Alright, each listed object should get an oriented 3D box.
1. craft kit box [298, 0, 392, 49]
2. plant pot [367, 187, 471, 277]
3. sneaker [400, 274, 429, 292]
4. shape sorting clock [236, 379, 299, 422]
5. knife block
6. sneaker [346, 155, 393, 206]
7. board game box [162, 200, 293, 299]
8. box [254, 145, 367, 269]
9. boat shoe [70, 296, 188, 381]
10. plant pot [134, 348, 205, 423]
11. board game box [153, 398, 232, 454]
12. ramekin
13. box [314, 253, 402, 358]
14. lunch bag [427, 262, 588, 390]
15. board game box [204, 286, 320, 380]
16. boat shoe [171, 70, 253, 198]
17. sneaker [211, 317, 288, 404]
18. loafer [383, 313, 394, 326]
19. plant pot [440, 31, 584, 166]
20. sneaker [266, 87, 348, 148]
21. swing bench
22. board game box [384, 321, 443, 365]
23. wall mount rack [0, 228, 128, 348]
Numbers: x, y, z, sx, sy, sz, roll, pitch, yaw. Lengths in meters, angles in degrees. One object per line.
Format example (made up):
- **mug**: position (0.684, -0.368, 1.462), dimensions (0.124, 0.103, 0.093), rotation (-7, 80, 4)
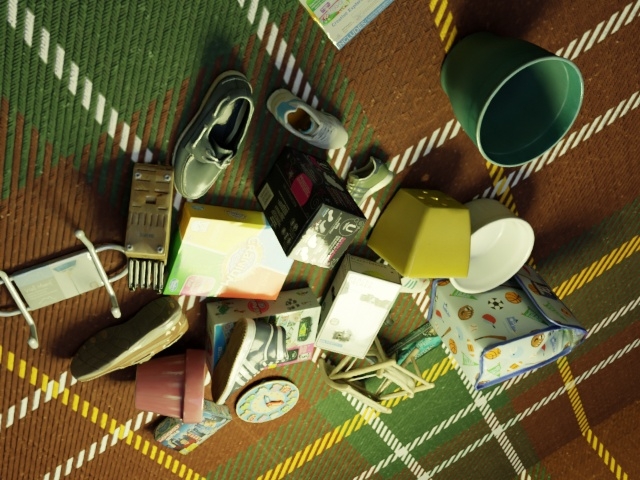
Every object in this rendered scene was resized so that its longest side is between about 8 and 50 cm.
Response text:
- **craft kit box**: position (0.055, -0.556, 1.404), dimensions (0.250, 0.061, 0.247), rotation (-40, 137, 9)
- **plant pot**: position (0.284, -0.029, 1.880), dimensions (0.212, 0.212, 0.187), rotation (2, 114, -29)
- **sneaker**: position (0.264, 0.113, 2.081), dimensions (0.161, 0.057, 0.075), rotation (-1, 133, -24)
- **shape sorting clock**: position (-0.167, 0.514, 2.213), dimensions (0.206, 0.040, 0.206), rotation (-14, 132, -16)
- **knife block**: position (-0.393, -0.019, 1.609), dimensions (0.088, 0.242, 0.275), rotation (5, 81, -11)
- **sneaker**: position (0.088, -0.140, 1.776), dimensions (0.192, 0.064, 0.086), rotation (-39, 127, 7)
- **board game box**: position (-0.220, 0.034, 1.756), dimensions (0.317, 0.064, 0.242), rotation (6, 125, -31)
- **box**: position (-0.028, -0.076, 1.633), dimensions (0.142, 0.247, 0.163), rotation (17, 118, -36)
- **boat shoe**: position (-0.483, 0.275, 1.790), dimensions (0.324, 0.123, 0.116), rotation (-29, 137, 0)
- **plant pot**: position (-0.407, 0.393, 1.892), dimensions (0.180, 0.201, 0.201), rotation (4, 127, -10)
- **board game box**: position (-0.402, 0.541, 2.099), dimensions (0.194, 0.060, 0.194), rotation (-37, 134, 6)
- **ramekin**: position (0.471, 0.009, 2.046), dimensions (0.277, 0.135, 0.277), rotation (-14, 132, -16)
- **box**: position (0.100, 0.193, 2.008), dimensions (0.169, 0.087, 0.290), rotation (17, 120, -13)
- **lunch bag**: position (0.580, 0.232, 2.163), dimensions (0.386, 0.328, 0.239), rotation (-13, 135, -16)
- **board game box**: position (-0.167, 0.260, 1.957), dimensions (0.303, 0.097, 0.224), rotation (-8, 130, -21)
- **boat shoe**: position (-0.234, -0.210, 1.515), dimensions (0.116, 0.099, 0.319), rotation (11, 121, -35)
- **sneaker**: position (-0.186, 0.334, 1.873), dimensions (0.153, 0.099, 0.282), rotation (10, 119, -31)
- **loafer**: position (0.194, 0.207, 2.125), dimensions (0.061, 0.062, 0.170), rotation (-38, 136, -1)
- **plant pot**: position (0.418, -0.355, 1.622), dimensions (0.272, 0.255, 0.271), rotation (-15, 133, -16)
- **sneaker**: position (-0.020, -0.259, 1.591), dimensions (0.229, 0.092, 0.087), rotation (21, 114, -40)
- **swing bench**: position (0.174, 0.422, 2.200), dimensions (0.255, 0.165, 0.253), rotation (-37, 134, 18)
- **board game box**: position (0.316, 0.354, 2.338), dimensions (0.186, 0.026, 0.126), rotation (-34, 135, 3)
- **wall mount rack**: position (-0.598, 0.087, 1.559), dimensions (0.350, 0.130, 0.304), rotation (-20, 134, -12)
